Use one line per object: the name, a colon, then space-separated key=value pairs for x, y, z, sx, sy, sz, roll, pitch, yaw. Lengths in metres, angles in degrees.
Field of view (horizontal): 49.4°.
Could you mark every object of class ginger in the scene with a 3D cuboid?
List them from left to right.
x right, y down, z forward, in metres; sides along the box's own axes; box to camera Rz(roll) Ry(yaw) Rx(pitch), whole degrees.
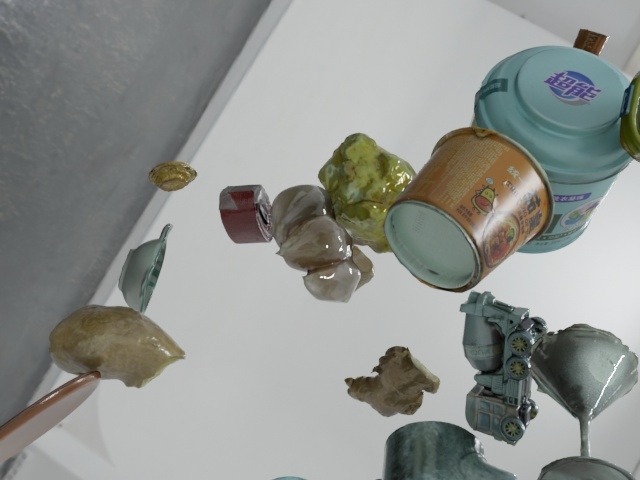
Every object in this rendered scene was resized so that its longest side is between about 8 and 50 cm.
ginger: x=-0.370 y=0.184 z=1.225 sx=0.138 sy=0.267 sz=0.152 roll=-60 pitch=161 yaw=-47
ginger: x=0.144 y=0.303 z=1.424 sx=0.213 sy=0.137 sz=0.074 roll=-42 pitch=170 yaw=35

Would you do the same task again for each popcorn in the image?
popcorn: x=0.148 y=-0.126 z=1.791 sx=0.294 sy=0.292 sz=0.334 roll=103 pitch=-22 yaw=-44

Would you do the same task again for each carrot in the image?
carrot: x=0.532 y=-0.336 z=1.463 sx=0.061 sy=0.061 sz=0.210 roll=-40 pitch=150 yaw=-63

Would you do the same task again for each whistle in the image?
whistle: x=0.153 y=0.480 z=1.265 sx=0.404 sy=0.188 sz=0.168 roll=-39 pitch=-158 yaw=32

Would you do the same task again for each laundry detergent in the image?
laundry detergent: x=0.402 y=-0.172 z=1.255 sx=0.287 sy=0.287 sz=0.305 roll=-54 pitch=164 yaw=-26

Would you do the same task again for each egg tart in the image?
egg tart: x=-0.384 y=-0.160 z=1.817 sx=0.129 sy=0.128 sz=0.049 roll=99 pitch=-17 yaw=-66

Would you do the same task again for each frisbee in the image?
frisbee: x=-0.442 y=0.283 z=1.061 sx=0.251 sy=0.021 sz=0.251 roll=-38 pitch=173 yaw=-5

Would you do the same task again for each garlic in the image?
garlic: x=-0.001 y=0.001 z=1.510 sx=0.132 sy=0.279 sz=0.325 roll=-33 pitch=154 yaw=10

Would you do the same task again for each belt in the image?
belt: x=-0.203 y=-0.066 z=1.853 sx=0.201 sy=0.124 sz=0.128 roll=69 pitch=21 yaw=-59

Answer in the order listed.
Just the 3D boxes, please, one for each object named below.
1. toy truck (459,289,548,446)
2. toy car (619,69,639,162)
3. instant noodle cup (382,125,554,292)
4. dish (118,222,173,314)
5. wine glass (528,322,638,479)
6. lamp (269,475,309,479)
toy truck: x=0.315 y=0.222 z=1.239 sx=0.108 sy=0.140 sz=0.257 roll=-21 pitch=116 yaw=-56
toy car: x=0.564 y=-0.175 z=1.031 sx=0.142 sy=0.247 sz=0.200 roll=33 pitch=73 yaw=-84
instant noodle cup: x=0.209 y=-0.036 z=1.032 sx=0.172 sy=0.216 sz=0.216 roll=-41 pitch=163 yaw=-31
dish: x=-0.434 y=0.066 z=1.691 sx=0.224 sy=0.078 sz=0.246 roll=166 pitch=-59 yaw=-83
wine glass: x=0.339 y=0.237 z=0.895 sx=0.232 sy=0.156 sz=0.156 roll=-61 pitch=176 yaw=-53
lamp: x=-0.017 y=0.365 z=0.696 sx=0.209 sy=0.284 sz=0.147 roll=-31 pitch=-177 yaw=19
